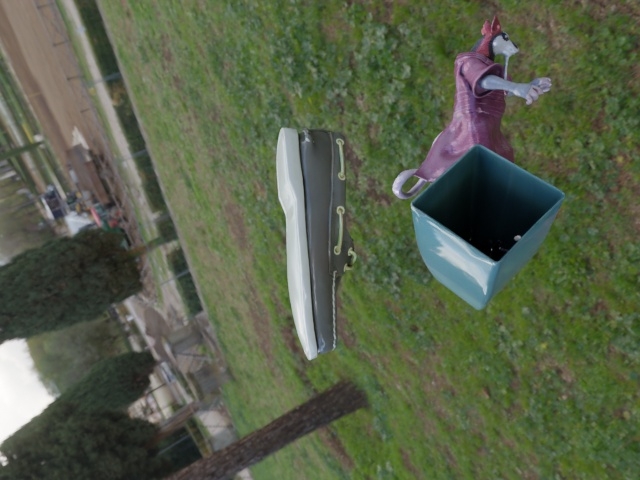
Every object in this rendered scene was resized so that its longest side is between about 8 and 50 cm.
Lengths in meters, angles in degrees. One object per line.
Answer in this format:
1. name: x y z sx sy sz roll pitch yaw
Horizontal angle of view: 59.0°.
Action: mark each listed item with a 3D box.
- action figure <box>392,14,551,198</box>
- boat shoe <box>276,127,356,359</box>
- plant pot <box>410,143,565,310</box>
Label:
1. action figure: 0.314 -0.259 1.145 0.276 0.248 0.370 2 92 27
2. boat shoe: 0.001 -0.001 0.742 0.109 0.091 0.305 149 116 -74
3. plant pot: 0.265 0.002 0.946 0.166 0.165 0.234 39 160 29
